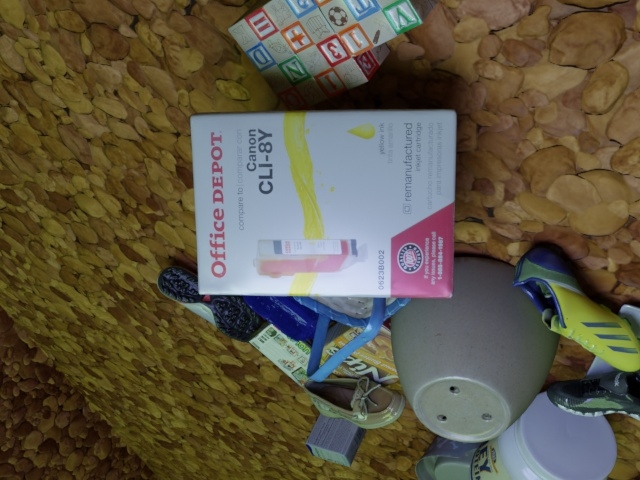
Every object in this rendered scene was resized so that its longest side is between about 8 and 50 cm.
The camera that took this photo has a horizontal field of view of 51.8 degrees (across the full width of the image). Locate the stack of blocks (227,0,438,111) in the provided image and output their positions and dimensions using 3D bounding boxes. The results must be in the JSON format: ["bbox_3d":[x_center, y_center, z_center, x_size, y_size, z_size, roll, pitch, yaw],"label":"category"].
[{"bbox_3d":[0.026,-0.319,0.973,0.297,0.087,0.171,-14,124,44],"label":"stack of blocks"}]

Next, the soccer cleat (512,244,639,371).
[{"bbox_3d":[0.441,0.138,1.146,0.289,0.121,0.093,46,150,-5],"label":"soccer cleat"}]

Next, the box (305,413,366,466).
[{"bbox_3d":[0.047,0.589,1.974,0.137,0.126,0.072,8,139,30],"label":"box"}]

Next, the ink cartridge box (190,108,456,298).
[{"bbox_3d":[0.007,-0.059,1.020,0.385,0.160,0.278,0,99,6],"label":"ink cartridge box"}]

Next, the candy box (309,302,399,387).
[{"bbox_3d":[0.125,0.252,1.559,0.183,0.087,0.316,36,143,-7],"label":"candy box"}]

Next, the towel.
[{"bbox_3d":[-0.057,0.129,1.560,0.228,0.076,0.308,35,144,-5],"label":"towel"}]

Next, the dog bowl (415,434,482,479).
[{"bbox_3d":[0.436,0.636,1.767,0.349,0.102,0.348,20,143,16],"label":"dog bowl"}]

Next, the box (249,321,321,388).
[{"bbox_3d":[-0.075,0.293,1.750,0.114,0.036,0.207,-41,106,18],"label":"box"}]

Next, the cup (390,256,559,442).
[{"bbox_3d":[0.276,0.230,1.235,0.332,0.237,0.330,9,126,13],"label":"cup"}]

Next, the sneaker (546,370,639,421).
[{"bbox_3d":[0.552,0.285,1.253,0.235,0.078,0.106,4,132,27],"label":"sneaker"}]

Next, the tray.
[{"bbox_3d":[0.596,0.212,1.222,0.145,0.030,0.270,18,141,17],"label":"tray"}]

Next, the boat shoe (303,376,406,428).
[{"bbox_3d":[0.075,0.382,1.586,0.285,0.104,0.089,-10,133,43],"label":"boat shoe"}]

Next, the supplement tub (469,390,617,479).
[{"bbox_3d":[0.481,0.490,1.452,0.236,0.235,0.324,24,143,11],"label":"supplement tub"}]

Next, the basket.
[{"bbox_3d":[0.057,0.100,1.243,0.201,0.288,0.254,22,139,-18],"label":"basket"}]

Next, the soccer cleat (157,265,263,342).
[{"bbox_3d":[-0.293,0.166,1.774,0.318,0.108,0.116,32,173,-13],"label":"soccer cleat"}]
